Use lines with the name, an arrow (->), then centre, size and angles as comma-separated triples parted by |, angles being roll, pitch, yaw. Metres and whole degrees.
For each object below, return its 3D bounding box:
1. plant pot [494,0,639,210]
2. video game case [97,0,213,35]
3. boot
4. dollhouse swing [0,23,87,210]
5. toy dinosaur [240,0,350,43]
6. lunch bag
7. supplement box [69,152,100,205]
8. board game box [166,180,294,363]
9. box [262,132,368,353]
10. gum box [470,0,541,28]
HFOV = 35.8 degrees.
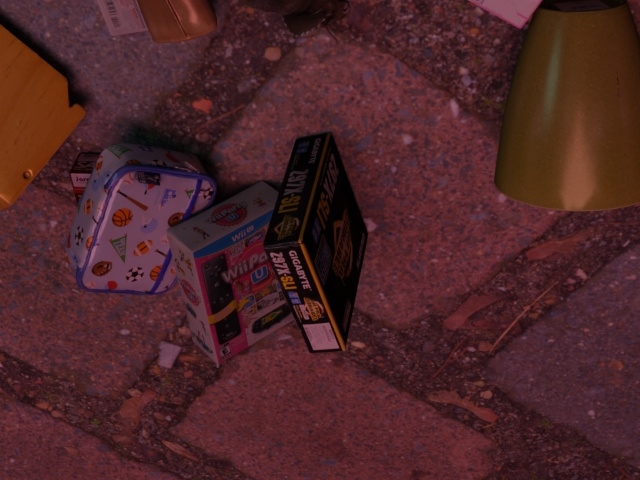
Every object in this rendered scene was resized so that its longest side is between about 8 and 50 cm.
plant pot -> 0.416, -0.233, 1.584 | 0.275, 0.274, 0.293 | 0, 115, 10
video game case -> -0.298, -0.452, 1.658 | 0.193, 0.023, 0.212 | -6, 128, 15
boot -> -0.222, -0.451, 1.562 | 0.236, 0.089, 0.269 | 5, 132, 35
dollhouse swing -> -0.680, -0.255, 1.870 | 0.347, 0.305, 0.315 | 40, 84, -22
toy dinosaur -> -0.088, -0.424, 1.581 | 0.314, 0.121, 0.160 | 21, 124, -11
lunch bag -> -0.332, -0.038, 1.876 | 0.243, 0.115, 0.303 | 8, 121, -38
supplement box -> -0.407, -0.057, 1.979 | 0.130, 0.073, 0.239 | 1, 130, 7
board game box -> -0.159, 0.065, 1.945 | 0.097, 0.224, 0.303 | 37, 147, 41
box -> 0.000, 0.000, 1.791 | 0.079, 0.322, 0.257 | -9, 127, 19
gum box -> 0.247, -0.418, 1.533 | 0.188, 0.107, 0.062 | 26, 129, -12
